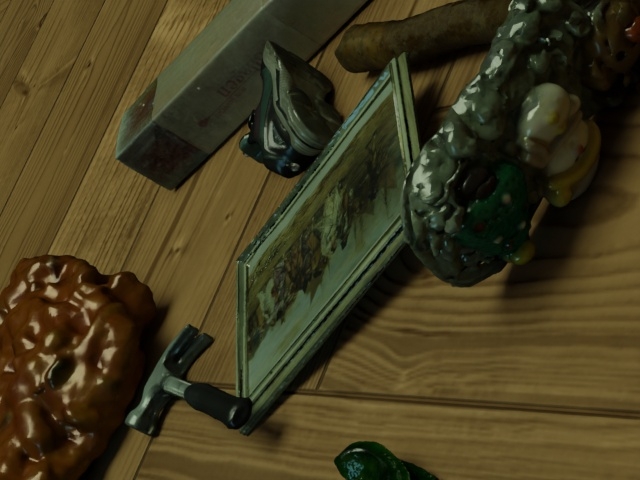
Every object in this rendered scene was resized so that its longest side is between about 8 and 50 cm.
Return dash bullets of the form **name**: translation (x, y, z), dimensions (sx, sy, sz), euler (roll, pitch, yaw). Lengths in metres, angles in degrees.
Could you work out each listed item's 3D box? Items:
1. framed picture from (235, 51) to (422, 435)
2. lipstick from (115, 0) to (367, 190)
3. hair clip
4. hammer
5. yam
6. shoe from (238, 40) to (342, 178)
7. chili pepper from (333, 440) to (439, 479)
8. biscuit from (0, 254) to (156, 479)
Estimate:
- **framed picture**: translation (0.000, 0.000, 1.357), dimensions (0.274, 0.017, 0.217), euler (-52, 26, 30)
- **lipstick**: translation (-0.065, -0.192, 1.649), dimensions (0.371, 0.076, 0.080), euler (-41, 29, 34)
- **hair clip**: translation (0.165, -0.116, 1.115), dimensions (0.091, 0.138, 0.321), euler (16, 73, 33)
- **hammer**: translation (-0.099, 0.124, 1.397), dimensions (0.103, 0.029, 0.246), euler (-62, 19, -10)
- **yam**: translation (0.108, -0.167, 1.347), dimensions (0.045, 0.045, 0.327), euler (-32, 15, -25)
- **shoe**: translation (-0.038, -0.108, 1.524), dimensions (0.099, 0.071, 0.169), euler (-52, 30, 22)
- **chili pepper**: translation (0.043, 0.190, 1.072), dimensions (0.073, 0.050, 0.182), euler (-50, 24, 33)
- **biscuit**: translation (-0.291, 0.161, 1.642), dimensions (0.318, 0.110, 0.312), euler (4, 64, 62)
